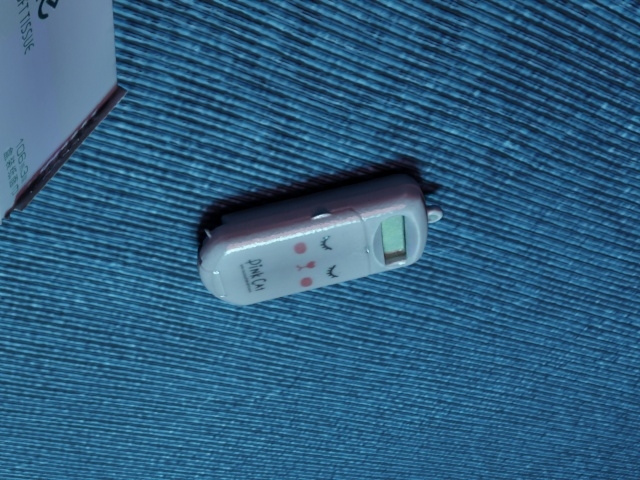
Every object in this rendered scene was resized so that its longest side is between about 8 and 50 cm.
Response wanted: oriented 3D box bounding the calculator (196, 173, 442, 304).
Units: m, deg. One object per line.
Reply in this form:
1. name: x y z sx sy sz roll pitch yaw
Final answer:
1. calculator: 0.000 0.000 0.983 0.175 0.032 0.100 -14 152 -2

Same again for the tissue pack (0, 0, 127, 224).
1. tissue pack: -0.159 -0.129 0.533 0.148 0.092 0.246 31 151 11
